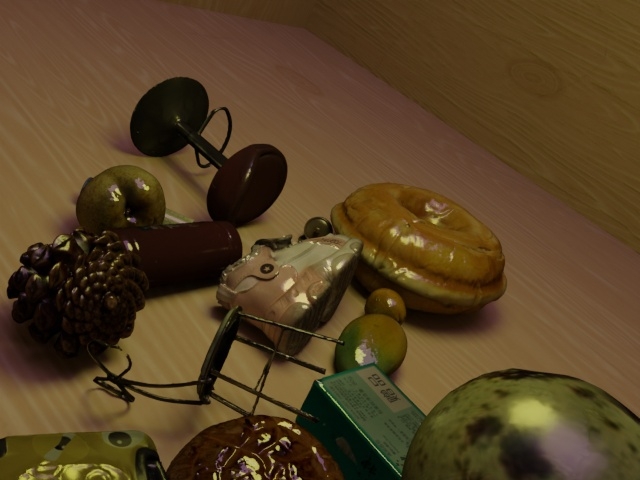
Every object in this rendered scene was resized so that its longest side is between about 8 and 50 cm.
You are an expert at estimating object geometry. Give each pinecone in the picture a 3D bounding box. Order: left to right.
[{"bbox_3d":[-0.374,0.074,1.073,0.207,0.208,0.208,19,27,-10],"label":"pinecone"}]

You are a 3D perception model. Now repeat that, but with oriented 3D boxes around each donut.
[{"bbox_3d":[0.233,0.013,1.669,0.448,0.198,0.449,20,23,-9],"label":"donut"}]

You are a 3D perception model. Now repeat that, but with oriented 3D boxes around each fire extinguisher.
[{"bbox_3d":[-0.305,0.032,1.288,0.337,0.135,0.114,-6,72,-50],"label":"fire extinguisher"}]

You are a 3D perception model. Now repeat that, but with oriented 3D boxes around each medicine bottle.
[{"bbox_3d":[-0.376,-0.061,1.459,0.230,0.059,0.059,22,26,-2],"label":"medicine bottle"}]

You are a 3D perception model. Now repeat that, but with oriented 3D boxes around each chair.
[{"bbox_3d":[-0.239,-0.185,1.628,0.226,0.227,0.401,-9,43,-48],"label":"chair"},{"bbox_3d":[-0.147,0.173,1.023,0.325,0.160,0.170,21,58,1],"label":"chair"}]

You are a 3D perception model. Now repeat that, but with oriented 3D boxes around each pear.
[{"bbox_3d":[-0.376,-0.060,1.346,0.167,0.167,0.136,7,13,-31],"label":"pear"}]

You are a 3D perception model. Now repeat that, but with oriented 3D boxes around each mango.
[{"bbox_3d":[0.094,0.207,1.330,0.130,0.092,0.195,27,35,2],"label":"mango"}]

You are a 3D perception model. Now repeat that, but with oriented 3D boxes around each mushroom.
[{"bbox_3d":[-0.076,0.335,0.887,0.253,0.153,0.253,17,38,-13],"label":"mushroom"}]

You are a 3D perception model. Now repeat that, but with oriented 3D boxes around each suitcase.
[{"bbox_3d":[-0.273,0.316,0.758,0.234,0.143,0.194,6,31,-31],"label":"suitcase"}]

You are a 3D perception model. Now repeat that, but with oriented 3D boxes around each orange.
[{"bbox_3d":[0.136,0.145,1.476,0.085,0.085,0.095,7,28,-31],"label":"orange"}]

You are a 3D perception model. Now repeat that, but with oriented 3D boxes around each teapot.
[{"bbox_3d":[0.000,0.000,1.680,0.110,0.085,0.080,57,7,3],"label":"teapot"}]

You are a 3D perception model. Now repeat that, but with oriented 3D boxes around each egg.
[{"bbox_3d":[0.283,0.366,0.883,0.428,0.344,0.345,63,23,-14],"label":"egg"}]

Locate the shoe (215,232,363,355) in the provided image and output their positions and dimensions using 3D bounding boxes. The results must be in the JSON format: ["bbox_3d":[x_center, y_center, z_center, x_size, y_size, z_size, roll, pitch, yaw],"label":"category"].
[{"bbox_3d":[-0.050,0.060,1.379,0.198,0.172,0.351,29,27,11],"label":"shoe"}]

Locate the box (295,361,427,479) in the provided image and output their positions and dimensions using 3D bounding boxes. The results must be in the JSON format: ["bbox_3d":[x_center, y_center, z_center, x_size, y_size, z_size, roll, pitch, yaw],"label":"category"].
[{"bbox_3d":[0.097,0.317,1.119,0.153,0.092,0.245,-5,39,-45],"label":"box"}]
